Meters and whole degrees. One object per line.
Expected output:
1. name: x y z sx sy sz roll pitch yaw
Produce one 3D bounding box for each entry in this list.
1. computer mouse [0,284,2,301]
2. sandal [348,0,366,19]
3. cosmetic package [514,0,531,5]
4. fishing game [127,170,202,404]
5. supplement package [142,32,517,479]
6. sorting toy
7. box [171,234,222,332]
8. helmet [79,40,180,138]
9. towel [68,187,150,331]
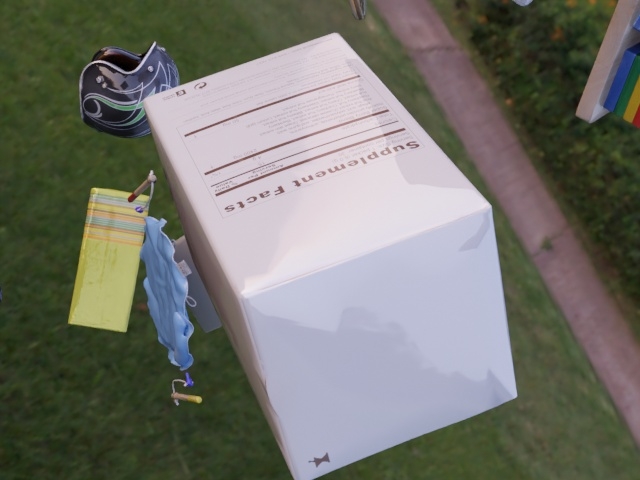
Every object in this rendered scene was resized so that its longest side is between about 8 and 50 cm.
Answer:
1. computer mouse: -0.511 0.024 1.734 0.072 0.272 0.188 -13 82 -20
2. sandal: 0.010 -0.346 1.455 0.180 0.049 0.072 61 26 -25
3. cosmetic package: 0.234 -0.446 1.036 0.230 0.161 0.453 38 71 7
4. fishing game: -0.170 0.058 1.402 0.041 0.189 0.264 -11 84 -20
5. supplement package: 0.000 0.000 0.909 0.293 0.175 0.177 -122 -165 -52
6. sorting toy: 0.472 -0.287 1.605 0.089 0.255 0.257 34 40 25
7. box: -0.062 0.005 1.418 0.148 0.311 0.121 -31 92 -25
8. helmet: -0.323 -0.259 2.090 0.169 0.162 0.169 -176 -90 -88
9. towel: -0.358 0.032 2.066 0.021 0.102 0.237 147 -47 -83
